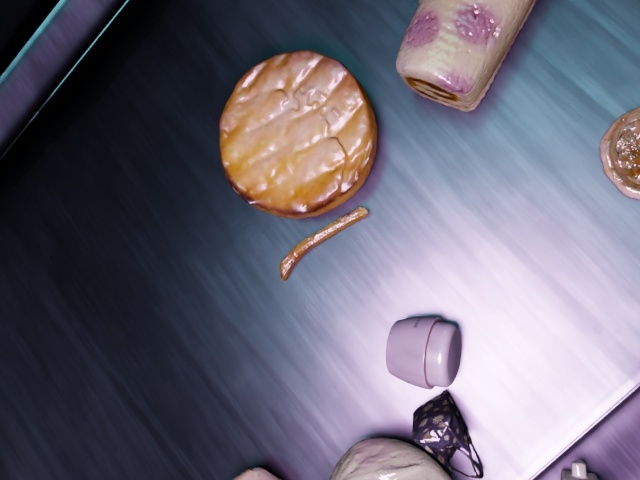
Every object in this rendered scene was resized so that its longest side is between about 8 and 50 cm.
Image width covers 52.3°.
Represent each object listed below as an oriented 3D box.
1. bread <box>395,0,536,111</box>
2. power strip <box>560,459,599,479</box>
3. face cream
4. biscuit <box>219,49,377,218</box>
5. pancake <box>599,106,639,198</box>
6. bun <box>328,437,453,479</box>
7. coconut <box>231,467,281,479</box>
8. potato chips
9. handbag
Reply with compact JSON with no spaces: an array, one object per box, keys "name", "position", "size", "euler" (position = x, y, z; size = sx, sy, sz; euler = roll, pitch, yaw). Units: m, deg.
[{"name":"bread","position":[0.254,-0.384,1.034],"size":[0.155,0.187,0.339],"euler":[29,97,16]},{"name":"power strip","position":[0.394,0.527,0.975],"size":[0.062,0.091,0.386],"euler":[-1,86,17]},{"name":"face cream","position":[0.169,0.181,1.060],"size":[0.104,0.117,0.117],"euler":[4,88,27]},{"name":"biscuit","position":[-0.039,-0.184,1.163],"size":[0.296,0.102,0.297],"euler":[0,90,18]},{"name":"pancake","position":[0.516,-0.138,1.012],"size":[0.151,0.025,0.152],"euler":[-2,84,19]},{"name":"bun","position":[0.081,0.444,0.977],"size":[0.283,0.179,0.284],"euler":[-18,67,47]},{"name":"coconut","position":[-0.114,0.458,1.138],"size":[0.116,0.116,0.122],"euler":[5,92,19]},{"name":"potato chips","position":[0.000,0.000,1.177],"size":[0.204,0.026,0.037],"euler":[-37,79,12]},{"name":"handbag","position":[0.218,0.324,1.049],"size":[0.072,0.115,0.139],"euler":[-42,92,11]}]
